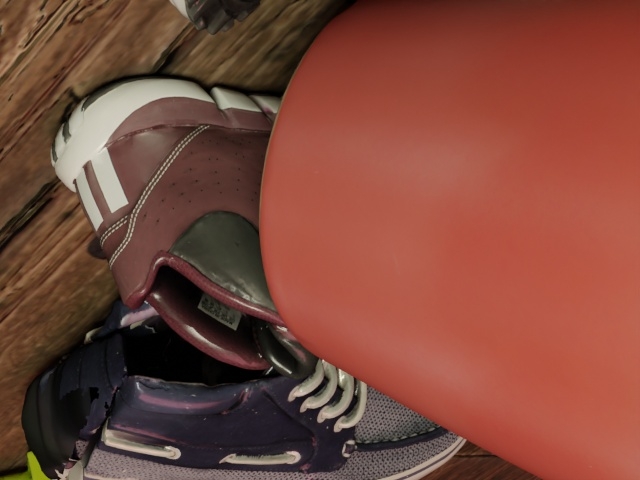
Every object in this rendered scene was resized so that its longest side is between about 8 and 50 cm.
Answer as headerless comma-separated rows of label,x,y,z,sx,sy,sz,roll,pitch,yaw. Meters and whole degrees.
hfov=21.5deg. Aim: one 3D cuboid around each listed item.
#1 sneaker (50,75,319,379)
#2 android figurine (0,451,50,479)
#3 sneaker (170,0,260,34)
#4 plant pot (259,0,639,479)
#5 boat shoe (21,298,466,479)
sneaker,0.000,0.000,0.922,0.281,0.163,0.106,-4,149,-28
android figurine,-0.139,0.194,1.303,0.272,0.056,0.248,-12,152,-14
sneaker,-0.073,-0.157,0.675,0.100,0.108,0.271,-50,160,16
plant pot,0.123,-0.011,0.798,0.243,0.275,0.275,12,172,35
boat shoe,-0.014,0.100,1.131,0.340,0.127,0.158,-3,156,-29
